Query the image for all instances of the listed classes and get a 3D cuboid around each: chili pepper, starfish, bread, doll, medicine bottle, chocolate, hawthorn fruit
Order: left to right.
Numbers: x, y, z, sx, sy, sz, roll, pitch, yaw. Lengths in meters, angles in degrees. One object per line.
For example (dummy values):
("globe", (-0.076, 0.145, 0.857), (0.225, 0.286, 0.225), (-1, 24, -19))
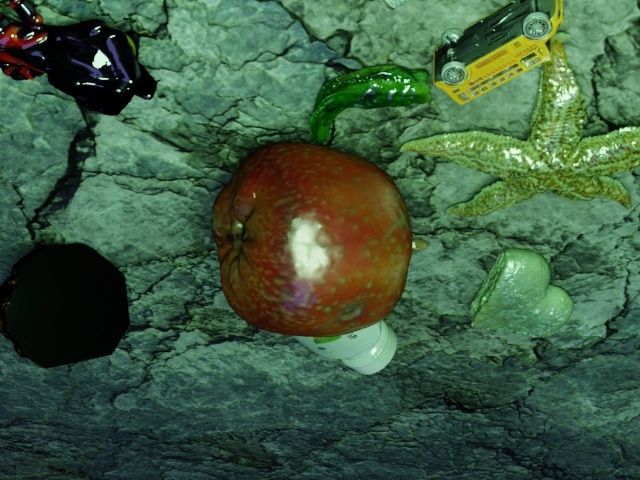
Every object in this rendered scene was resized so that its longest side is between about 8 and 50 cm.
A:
("chocolate", (-0.487, 0.110, 1.359), (0.177, 0.206, 0.224), (-5, -178, 44))
("doll", (-0.317, -0.232, 0.946), (0.249, 0.088, 0.127), (17, 164, 2))
("hawthorn fruit", (0.000, 0.000, 1.043), (0.300, 0.275, 0.275), (2, 144, -6))
("medicine bottle", (0.012, 0.126, 1.341), (0.161, 0.111, 0.296), (-19, 137, 30))
("chili pepper", (0.052, -0.179, 0.977), (0.182, 0.050, 0.073), (-15, 146, 30))
("bread", (0.327, 0.103, 1.299), (0.172, 0.064, 0.232), (-18, 135, 26))
("starfish", (0.305, -0.098, 1.033), (0.347, 0.078, 0.358), (18, 142, -19))

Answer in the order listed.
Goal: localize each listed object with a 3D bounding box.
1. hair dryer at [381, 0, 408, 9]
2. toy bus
("hair dryer", (0.088, -0.337, 0.772), (0.155, 0.044, 0.183), (-22, 132, 30))
("toy bus", (0.209, -0.223, 0.877), (0.162, 0.069, 0.074), (-25, 134, 37))
